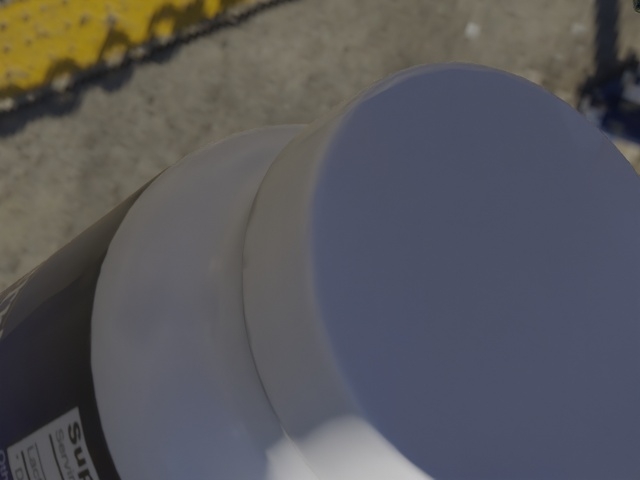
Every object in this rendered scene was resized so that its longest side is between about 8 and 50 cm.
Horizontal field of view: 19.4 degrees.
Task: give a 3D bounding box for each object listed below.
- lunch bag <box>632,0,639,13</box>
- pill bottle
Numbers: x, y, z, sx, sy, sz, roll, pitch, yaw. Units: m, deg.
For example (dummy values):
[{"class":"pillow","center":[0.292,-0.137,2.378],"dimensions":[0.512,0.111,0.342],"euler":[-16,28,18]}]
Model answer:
[{"class":"lunch bag","center":[0.354,-0.295,1.287],"dimensions":[0.235,0.169,0.287],"euler":[-11,113,-23]},{"class":"pill bottle","center":[-0.023,0.056,0.561],"dimensions":[0.153,0.264,0.153],"euler":[16,61,-31]}]
